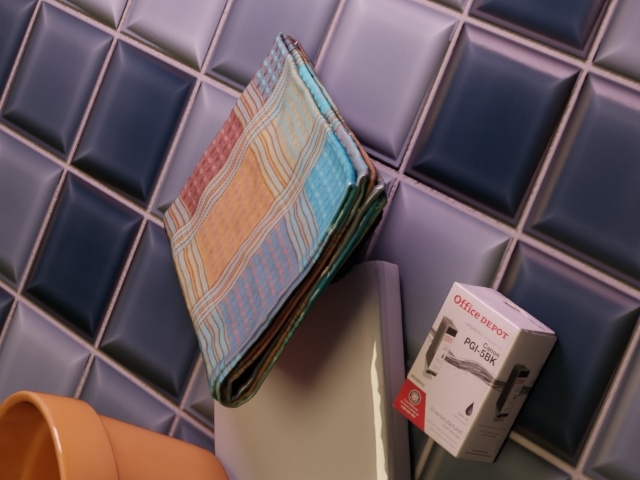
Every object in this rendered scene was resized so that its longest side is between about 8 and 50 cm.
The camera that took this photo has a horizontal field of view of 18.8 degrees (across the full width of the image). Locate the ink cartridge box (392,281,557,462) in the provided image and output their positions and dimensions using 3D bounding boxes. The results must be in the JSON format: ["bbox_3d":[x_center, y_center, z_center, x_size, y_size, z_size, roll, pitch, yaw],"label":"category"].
[{"bbox_3d":[0.140,0.119,1.764,0.099,0.056,0.135,36,106,44],"label":"ink cartridge box"}]

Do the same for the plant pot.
[{"bbox_3d":[-0.213,0.299,1.924,0.291,0.203,0.291,-18,70,60],"label":"plant pot"}]

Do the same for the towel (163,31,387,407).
[{"bbox_3d":[-0.061,-0.030,1.921,0.271,0.040,0.370,-56,27,17],"label":"towel"}]

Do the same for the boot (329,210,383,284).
[{"bbox_3d":[-0.001,0.000,1.899,0.099,0.045,0.121,-4,42,53],"label":"boot"}]

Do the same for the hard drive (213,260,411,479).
[{"bbox_3d":[-0.011,0.215,1.894,0.233,0.047,0.353,-17,68,40],"label":"hard drive"}]
